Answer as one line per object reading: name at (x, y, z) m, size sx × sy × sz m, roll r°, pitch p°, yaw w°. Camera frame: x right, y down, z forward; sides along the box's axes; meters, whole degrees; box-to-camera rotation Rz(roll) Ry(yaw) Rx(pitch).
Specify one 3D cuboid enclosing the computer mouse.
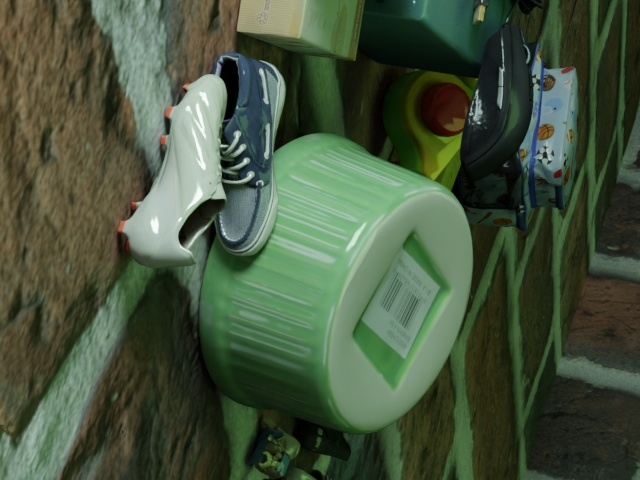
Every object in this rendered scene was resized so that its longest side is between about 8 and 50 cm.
computer mouse at (0.211, -0.203, 1.778) m, size 0.184 × 0.060 × 0.262 m, roll 36°, pitch 68°, yaw -64°

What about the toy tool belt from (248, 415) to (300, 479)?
toy tool belt at (-0.061, 0.244, 1.771) m, size 0.051 × 0.052 × 0.083 m, roll 49°, pitch 44°, yaw -28°

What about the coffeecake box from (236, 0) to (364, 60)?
coffeecake box at (-0.011, -0.263, 1.559) m, size 0.185 × 0.068 × 0.142 m, roll 2°, pitch 97°, yaw -72°

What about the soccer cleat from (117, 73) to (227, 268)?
soccer cleat at (-0.110, -0.059, 1.371) m, size 0.068 × 0.076 × 0.196 m, roll 71°, pitch 34°, yaw -57°

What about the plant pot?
plant pot at (0.114, -0.289, 1.787) m, size 0.234 × 0.165 × 0.166 m, roll 5°, pitch 96°, yaw -69°

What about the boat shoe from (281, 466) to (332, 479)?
boat shoe at (-0.011, 0.316, 1.943) m, size 0.184 × 0.066 × 0.063 m, roll 35°, pitch 68°, yaw -60°

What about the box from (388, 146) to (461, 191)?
box at (0.123, -0.063, 2.071) m, size 0.058 × 0.087 × 0.232 m, roll 73°, pitch 34°, yaw -52°

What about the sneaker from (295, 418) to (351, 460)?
sneaker at (0.011, 0.223, 1.954) m, size 0.170 × 0.051 × 0.089 m, roll 32°, pitch 75°, yaw -68°

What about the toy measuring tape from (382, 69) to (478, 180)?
toy measuring tape at (0.101, -0.119, 1.978) m, size 0.330 × 0.121 × 0.121 m, roll -51°, pitch 152°, yaw -21°

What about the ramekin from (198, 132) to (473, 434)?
ramekin at (0.028, 0.052, 1.613) m, size 0.303 × 0.148 × 0.303 m, roll -30°, pitch 129°, yaw -45°

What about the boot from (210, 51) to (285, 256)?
boot at (-0.083, -0.082, 1.477) m, size 0.086 × 0.069 × 0.190 m, roll 11°, pitch 83°, yaw -65°

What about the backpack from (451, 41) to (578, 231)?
backpack at (0.281, -0.145, 2.334) m, size 0.263 × 0.213 × 0.277 m, roll 89°, pitch 16°, yaw -63°
